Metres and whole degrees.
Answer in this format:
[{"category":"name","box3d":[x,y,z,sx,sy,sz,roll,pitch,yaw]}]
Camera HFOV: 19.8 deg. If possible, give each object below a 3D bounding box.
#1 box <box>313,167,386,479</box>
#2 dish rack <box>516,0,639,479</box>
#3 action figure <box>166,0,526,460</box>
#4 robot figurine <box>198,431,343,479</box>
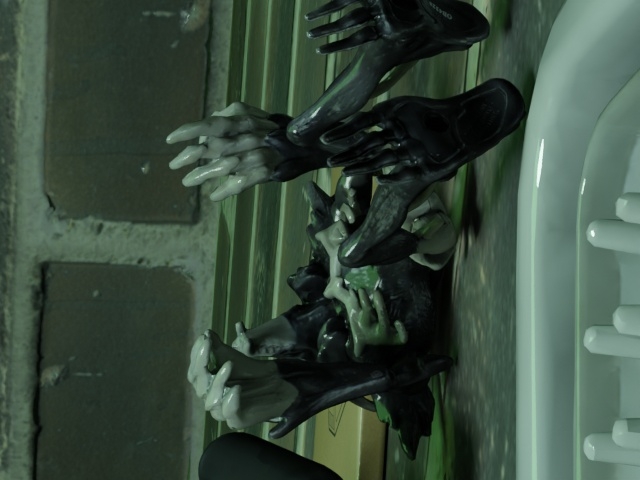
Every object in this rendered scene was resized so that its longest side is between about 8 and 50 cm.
[{"category":"box","box3d":[0.020,0.056,1.101,0.164,0.021,0.201,-147,61,-81]},{"category":"dish rack","box3d":[0.096,0.085,0.314,0.285,0.072,0.333,119,153,-75]},{"category":"action figure","box3d":[0.000,0.000,0.835,0.276,0.141,0.164,106,154,-55]},{"category":"robot figurine","box3d":[-0.046,0.213,0.803,0.278,0.173,0.209,4,120,64]}]
